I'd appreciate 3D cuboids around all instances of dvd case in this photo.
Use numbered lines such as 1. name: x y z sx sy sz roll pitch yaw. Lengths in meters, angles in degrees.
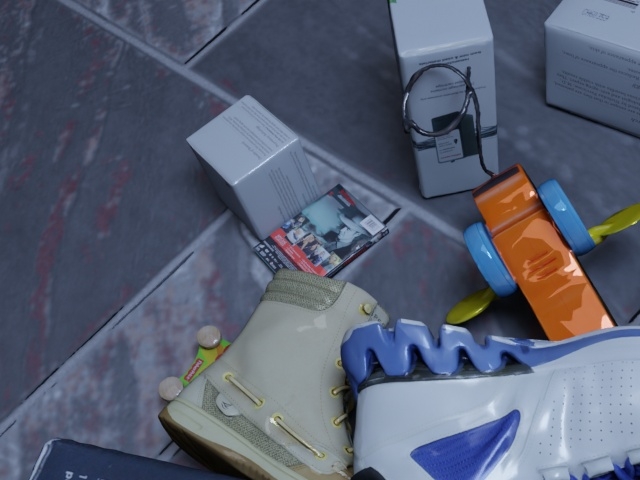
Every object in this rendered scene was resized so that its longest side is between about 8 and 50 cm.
1. dvd case: 0.000 0.000 0.920 0.119 0.013 0.087 -39 54 -10

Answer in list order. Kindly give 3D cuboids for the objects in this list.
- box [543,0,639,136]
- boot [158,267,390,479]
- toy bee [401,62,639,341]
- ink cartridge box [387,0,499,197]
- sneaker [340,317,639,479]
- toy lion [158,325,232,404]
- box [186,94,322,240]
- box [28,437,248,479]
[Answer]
1. box: 0.351 -0.209 0.897 0.182 0.119 0.181 28 67 30
2. boot: 0.018 0.145 0.765 0.262 0.095 0.203 24 59 24
3. toy bee: 0.200 -0.011 0.796 0.195 0.162 0.298 -10 83 20
4. ink cartridge box: 0.122 -0.167 0.881 0.087 0.208 0.153 -10 54 6
5. sneaker: 0.156 0.162 0.625 0.316 0.127 0.182 -1 66 23
6. toy lion: -0.090 0.133 0.844 0.096 0.034 0.100 27 67 22
7. box: -0.070 -0.077 0.939 0.087 0.101 0.102 -38 53 -11
8. box: 0.022 0.300 0.526 0.396 0.293 0.212 6 58 21
